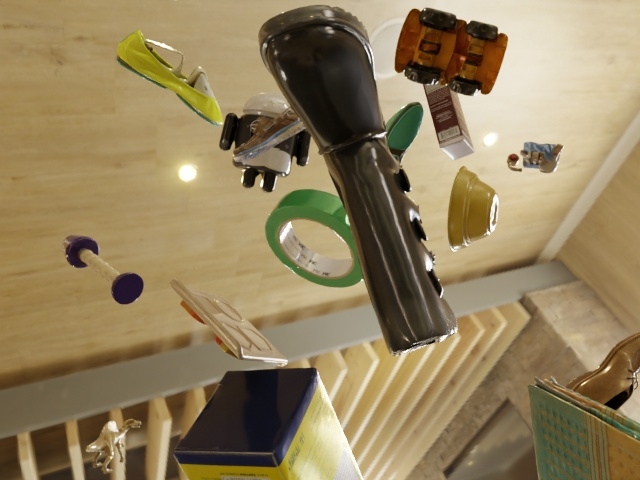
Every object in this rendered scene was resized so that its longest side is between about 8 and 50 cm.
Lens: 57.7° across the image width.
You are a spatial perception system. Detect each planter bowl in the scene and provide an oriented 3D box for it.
[{"bbox_3d":[0.387,-0.073,1.440,0.217,0.090,0.217,-27,-59,-58],"label":"planter bowl"}]

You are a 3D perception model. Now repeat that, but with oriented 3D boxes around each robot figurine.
[{"bbox_3d":[-0.154,-0.277,1.645,0.209,0.173,0.279,10,-89,-49],"label":"robot figurine"}]

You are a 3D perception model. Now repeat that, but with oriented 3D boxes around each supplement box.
[{"bbox_3d":[-0.064,0.424,1.014,0.195,0.194,0.357,-9,-65,26],"label":"supplement box"},{"bbox_3d":[0.358,-0.361,1.641,0.073,0.240,0.130,-18,-18,25],"label":"supplement box"}]

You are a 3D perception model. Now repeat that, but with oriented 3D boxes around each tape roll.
[{"bbox_3d":[0.000,0.000,1.647,0.321,0.321,0.077,93,-157,-49],"label":"tape roll"}]

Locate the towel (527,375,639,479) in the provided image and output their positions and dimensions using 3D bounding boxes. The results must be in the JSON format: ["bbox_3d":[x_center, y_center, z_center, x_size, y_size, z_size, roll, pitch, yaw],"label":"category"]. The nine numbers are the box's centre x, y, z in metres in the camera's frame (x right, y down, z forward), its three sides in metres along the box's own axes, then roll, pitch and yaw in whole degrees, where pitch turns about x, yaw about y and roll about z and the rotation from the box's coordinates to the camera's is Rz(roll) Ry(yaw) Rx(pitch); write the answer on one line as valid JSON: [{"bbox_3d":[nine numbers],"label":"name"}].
[{"bbox_3d":[0.322,0.311,0.571,0.040,0.272,0.370,-6,2,-8],"label":"towel"}]

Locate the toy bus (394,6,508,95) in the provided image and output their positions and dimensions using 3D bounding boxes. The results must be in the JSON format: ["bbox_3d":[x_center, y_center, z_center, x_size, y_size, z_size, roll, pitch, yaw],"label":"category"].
[{"bbox_3d":[0.293,-0.415,1.278,0.211,0.220,0.150,-44,-29,-63],"label":"toy bus"}]

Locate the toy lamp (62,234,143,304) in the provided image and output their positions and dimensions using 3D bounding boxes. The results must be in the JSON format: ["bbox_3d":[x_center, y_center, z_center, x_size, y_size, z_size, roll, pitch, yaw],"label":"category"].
[{"bbox_3d":[-0.488,0.052,1.278,0.080,0.274,0.080,-26,-53,-40],"label":"toy lamp"}]

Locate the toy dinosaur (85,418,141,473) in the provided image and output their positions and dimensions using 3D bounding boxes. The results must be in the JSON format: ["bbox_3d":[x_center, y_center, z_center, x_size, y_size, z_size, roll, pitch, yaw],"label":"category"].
[{"bbox_3d":[-0.431,0.410,1.159,0.053,0.093,0.183,5,2,15],"label":"toy dinosaur"}]

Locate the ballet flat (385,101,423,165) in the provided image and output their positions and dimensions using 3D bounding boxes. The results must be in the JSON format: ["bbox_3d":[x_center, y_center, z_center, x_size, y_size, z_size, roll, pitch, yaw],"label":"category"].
[{"bbox_3d":[0.168,-0.229,1.407,0.083,0.087,0.248,5,-63,-31],"label":"ballet flat"}]

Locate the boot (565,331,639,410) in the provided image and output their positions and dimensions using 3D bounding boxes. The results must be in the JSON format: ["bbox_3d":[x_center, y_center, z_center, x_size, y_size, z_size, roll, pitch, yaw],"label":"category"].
[{"bbox_3d":[0.782,0.350,1.492,0.305,0.115,0.112,-36,-72,-7],"label":"boot"}]

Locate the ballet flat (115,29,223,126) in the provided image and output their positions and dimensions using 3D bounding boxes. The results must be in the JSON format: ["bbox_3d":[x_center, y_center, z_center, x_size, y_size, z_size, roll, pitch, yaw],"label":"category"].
[{"bbox_3d":[-0.255,-0.295,1.054,0.231,0.077,0.077,31,-75,-32],"label":"ballet flat"}]

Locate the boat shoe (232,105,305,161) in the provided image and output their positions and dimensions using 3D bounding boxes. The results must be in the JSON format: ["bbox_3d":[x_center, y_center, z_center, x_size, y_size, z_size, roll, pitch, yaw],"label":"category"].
[{"bbox_3d":[-0.120,-0.234,1.267,0.183,0.066,0.066,-32,3,-21],"label":"boat shoe"}]

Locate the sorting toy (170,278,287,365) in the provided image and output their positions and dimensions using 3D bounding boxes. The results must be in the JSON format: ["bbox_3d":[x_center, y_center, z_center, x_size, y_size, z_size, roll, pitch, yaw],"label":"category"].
[{"bbox_3d":[-0.165,0.156,1.040,0.038,0.193,0.208,-49,-25,-1],"label":"sorting toy"}]

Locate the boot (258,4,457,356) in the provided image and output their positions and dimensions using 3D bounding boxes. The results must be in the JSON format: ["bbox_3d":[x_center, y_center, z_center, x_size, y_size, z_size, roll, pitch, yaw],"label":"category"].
[{"bbox_3d":[0.065,-0.057,0.834,0.146,0.446,0.367,-16,-13,17],"label":"boot"}]

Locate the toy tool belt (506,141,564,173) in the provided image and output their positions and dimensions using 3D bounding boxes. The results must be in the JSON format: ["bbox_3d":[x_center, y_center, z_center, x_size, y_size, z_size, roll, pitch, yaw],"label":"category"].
[{"bbox_3d":[0.349,-0.142,0.946,0.083,0.052,0.051,5,-31,15],"label":"toy tool belt"}]
